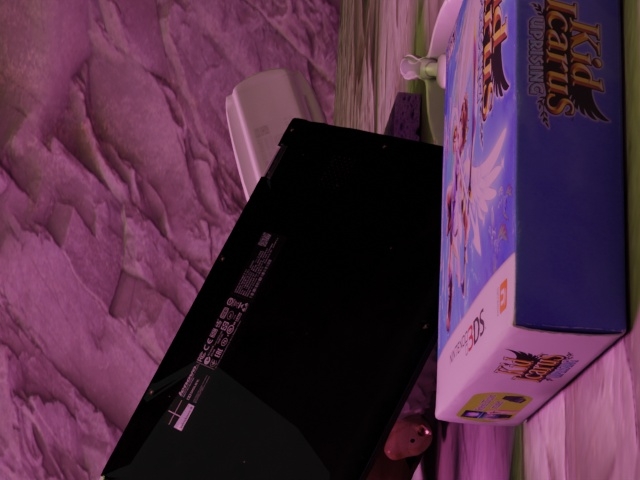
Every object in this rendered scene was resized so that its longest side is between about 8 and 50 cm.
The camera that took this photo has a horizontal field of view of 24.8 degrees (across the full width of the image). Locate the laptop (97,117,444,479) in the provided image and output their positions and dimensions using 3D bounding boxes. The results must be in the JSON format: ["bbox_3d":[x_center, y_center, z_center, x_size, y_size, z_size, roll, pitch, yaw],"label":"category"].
[{"bbox_3d":[-0.001,0.126,1.172,0.408,0.236,0.382,16,75,52],"label":"laptop"}]

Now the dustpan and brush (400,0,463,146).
[{"bbox_3d":[0.102,-0.134,1.155,0.211,0.060,0.147,-110,23,-82],"label":"dustpan and brush"}]

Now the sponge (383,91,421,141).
[{"bbox_3d":[0.085,-0.071,1.658,0.210,0.031,0.117,102,170,-69],"label":"sponge"}]

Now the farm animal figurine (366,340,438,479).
[{"bbox_3d":[0.016,0.266,1.326,0.327,0.172,0.330,-67,7,-31],"label":"farm animal figurine"}]

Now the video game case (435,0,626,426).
[{"bbox_3d":[0.115,-0.047,0.845,0.244,0.061,0.270,107,167,-72],"label":"video game case"}]

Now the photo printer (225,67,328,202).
[{"bbox_3d":[0.000,0.000,1.591,0.256,0.107,0.307,-108,-4,-45],"label":"photo printer"}]
